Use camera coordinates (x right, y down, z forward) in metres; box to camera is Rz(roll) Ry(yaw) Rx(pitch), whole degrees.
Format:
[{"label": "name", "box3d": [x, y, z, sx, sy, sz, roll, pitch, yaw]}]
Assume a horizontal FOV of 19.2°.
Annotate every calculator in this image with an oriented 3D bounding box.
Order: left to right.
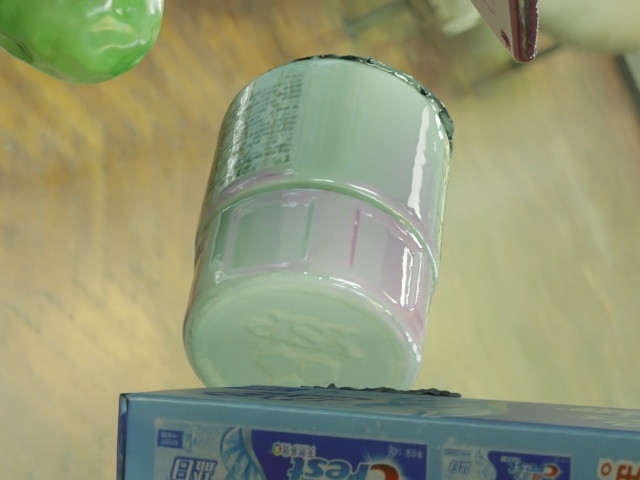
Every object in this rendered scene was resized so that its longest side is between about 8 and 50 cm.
[{"label": "calculator", "box3d": [0.114, -0.218, 1.286, 0.190, 0.034, 0.126, 85, -20, -49]}]

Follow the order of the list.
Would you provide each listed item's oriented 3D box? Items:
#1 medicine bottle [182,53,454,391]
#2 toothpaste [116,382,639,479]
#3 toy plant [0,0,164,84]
[{"label": "medicine bottle", "box3d": [0.000, 0.000, 1.006, 0.135, 0.135, 0.168, 53, 30, -35]}, {"label": "toothpaste", "box3d": [0.064, 0.067, 0.482, 0.066, 0.272, 0.053, 6, 86, -50]}, {"label": "toy plant", "box3d": [-0.231, -0.227, 0.833, 0.356, 0.210, 0.317, 37, 24, -25]}]
